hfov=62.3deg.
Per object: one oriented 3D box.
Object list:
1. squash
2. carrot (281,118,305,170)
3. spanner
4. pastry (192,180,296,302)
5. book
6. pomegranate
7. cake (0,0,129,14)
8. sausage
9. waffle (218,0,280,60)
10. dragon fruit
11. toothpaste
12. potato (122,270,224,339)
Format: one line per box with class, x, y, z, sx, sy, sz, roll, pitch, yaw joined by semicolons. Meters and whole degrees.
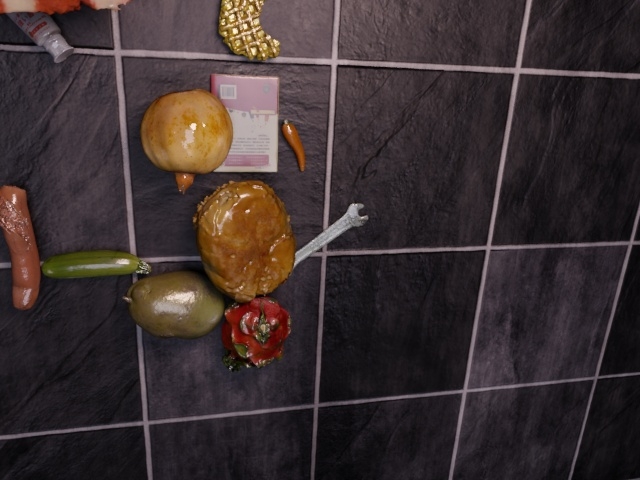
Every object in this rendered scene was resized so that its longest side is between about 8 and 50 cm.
squash;-0.549;0.057;1.299;0.251;0.066;0.066;-3;110;-14
carrot;-0.063;-0.238;1.323;0.035;0.035;0.142;-25;118;-3
spanner;0.000;0.000;1.433;0.301;0.017;0.071;-35;113;1
pastry;-0.189;-0.008;1.305;0.255;0.161;0.311;-28;123;-27
book;-0.182;-0.280;1.284;0.162;0.022;0.232;-1;110;-11
pomegranate;-0.297;-0.238;1.184;0.206;0.207;0.207;-4;111;-12
cake;-0.501;-0.574;0.929;0.319;0.270;0.270;-12;136;-20
sausage;-0.704;0.019;1.241;0.078;0.078;0.305;-4;110;-12
waffle;-0.151;-0.508;1.193;0.148;0.051;0.194;10;102;-17
dragon fruit;-0.181;0.263;1.388;0.198;0.200;0.269;26;103;-9
toothpaste;-0.615;-0.481;1.097;0.089;0.057;0.234;-39;103;0
potato;-0.370;0.160;1.334;0.251;0.159;0.175;9;81;-28
